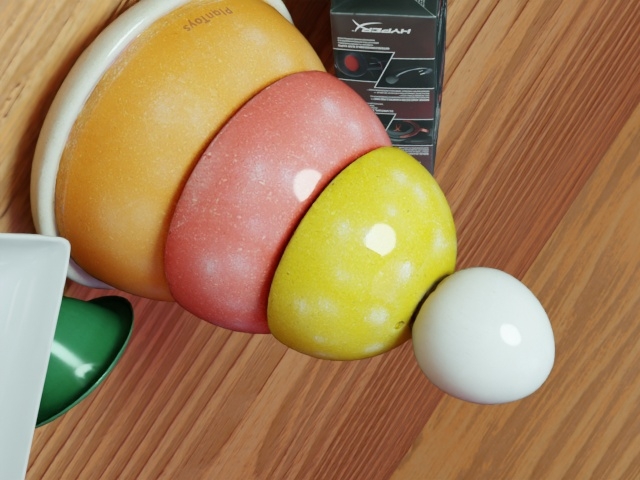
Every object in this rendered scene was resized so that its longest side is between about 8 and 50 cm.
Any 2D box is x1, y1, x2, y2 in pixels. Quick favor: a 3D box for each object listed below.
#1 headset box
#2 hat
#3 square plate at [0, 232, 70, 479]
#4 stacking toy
[{"bbox_3d":[0.083,-0.219,1.201,0.293,0.110,0.218,82,14,-56],"label":"headset box"},{"bbox_3d":[-0.301,0.065,1.020,0.173,0.208,0.184,-24,120,18],"label":"hat"},{"bbox_3d":[-0.387,0.147,0.855,0.347,0.049,0.344,6,100,-46],"label":"square plate"},{"bbox_3d":[0.000,0.000,0.997,0.350,0.480,0.351,-40,151,-28],"label":"stacking toy"}]
